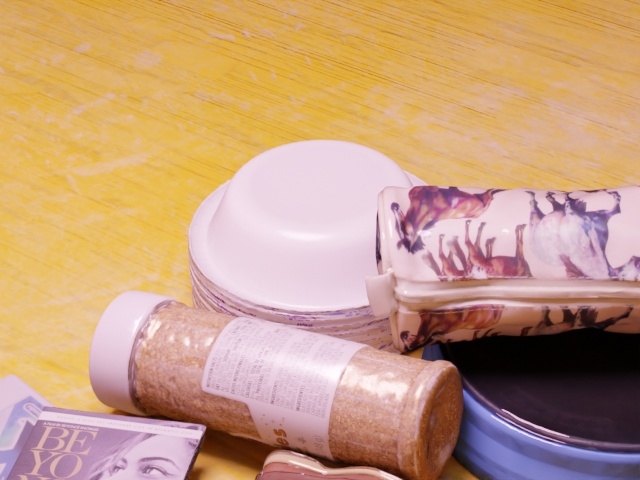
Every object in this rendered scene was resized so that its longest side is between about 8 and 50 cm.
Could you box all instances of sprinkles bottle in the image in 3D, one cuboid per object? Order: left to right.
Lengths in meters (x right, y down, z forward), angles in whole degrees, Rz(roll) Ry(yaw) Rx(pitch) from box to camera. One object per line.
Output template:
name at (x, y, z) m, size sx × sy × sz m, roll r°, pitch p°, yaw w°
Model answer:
sprinkles bottle at (-0.046, 0.138, 1.716) m, size 0.355 × 0.121 × 0.121 m, roll 11°, pitch 38°, yaw 24°

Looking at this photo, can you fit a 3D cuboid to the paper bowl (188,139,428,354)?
paper bowl at (0.000, 0.000, 1.905) m, size 0.284 × 0.148 × 0.284 m, roll -1°, pitch 37°, yaw 0°

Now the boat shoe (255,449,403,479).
boat shoe at (0.017, 0.244, 1.641) m, size 0.178 × 0.064 × 0.060 m, roll 9°, pitch 43°, yaw 27°

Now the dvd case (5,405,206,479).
dvd case at (-0.212, 0.236, 1.635) m, size 0.164 × 0.018 × 0.221 m, roll 6°, pitch 36°, yaw 12°

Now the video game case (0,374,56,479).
video game case at (-0.308, 0.272, 1.636) m, size 0.300 × 0.036 × 0.329 m, roll -30°, pitch 44°, yaw -33°

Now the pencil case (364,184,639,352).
pencil case at (0.246, 0.025, 1.711) m, size 0.410 × 0.160 × 0.183 m, roll -1°, pitch 11°, yaw 1°

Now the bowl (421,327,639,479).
bowl at (0.294, 0.118, 1.784) m, size 0.391 × 0.077 × 0.391 m, roll -1°, pitch 36°, yaw 1°
